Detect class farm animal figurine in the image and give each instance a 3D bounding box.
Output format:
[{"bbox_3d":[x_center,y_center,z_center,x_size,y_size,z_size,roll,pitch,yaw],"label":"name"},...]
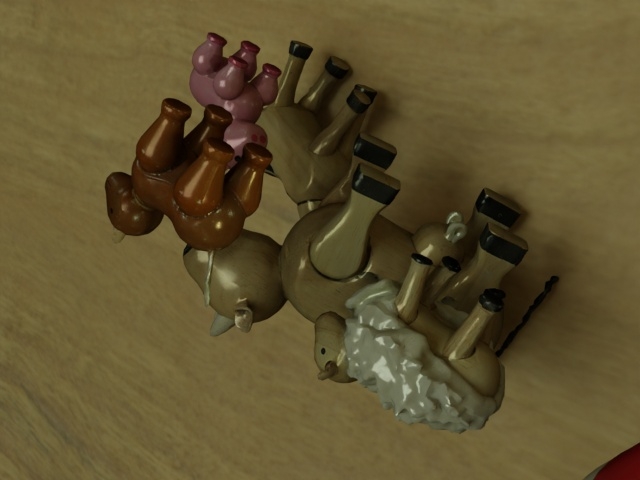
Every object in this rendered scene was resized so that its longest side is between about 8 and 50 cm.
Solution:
[{"bbox_3d":[0.000,0.000,0.769,0.327,0.330,0.172,31,114,9],"label":"farm animal figurine"}]

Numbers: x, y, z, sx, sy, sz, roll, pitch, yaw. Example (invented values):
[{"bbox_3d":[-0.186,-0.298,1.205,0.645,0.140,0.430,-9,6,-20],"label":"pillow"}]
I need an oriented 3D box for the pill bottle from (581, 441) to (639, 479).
[{"bbox_3d":[0.258,0.171,0.498,0.408,0.229,0.229,-43,62,38],"label":"pill bottle"}]
